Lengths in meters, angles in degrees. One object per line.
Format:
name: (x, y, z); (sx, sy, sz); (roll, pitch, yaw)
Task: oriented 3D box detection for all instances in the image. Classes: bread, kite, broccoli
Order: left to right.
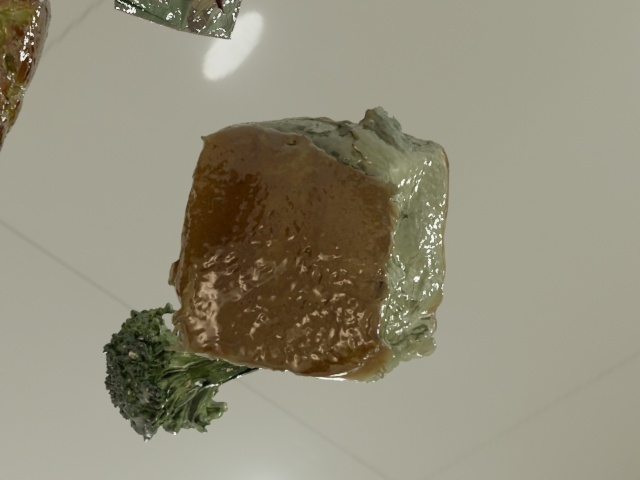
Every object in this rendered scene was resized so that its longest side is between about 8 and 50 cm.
bread: (-0.297, -0.143, 1.061); (0.132, 0.103, 0.172); (161, -50, -74)
kite: (-0.086, -0.245, 0.938); (0.012, 0.250, 0.229); (23, -121, 21)
broccoli: (-0.158, 0.196, 1.736); (0.275, 0.198, 0.177); (0, -149, 6)
bread: (0.000, 0.000, 1.273); (0.250, 0.225, 0.278); (4, -97, 20)
